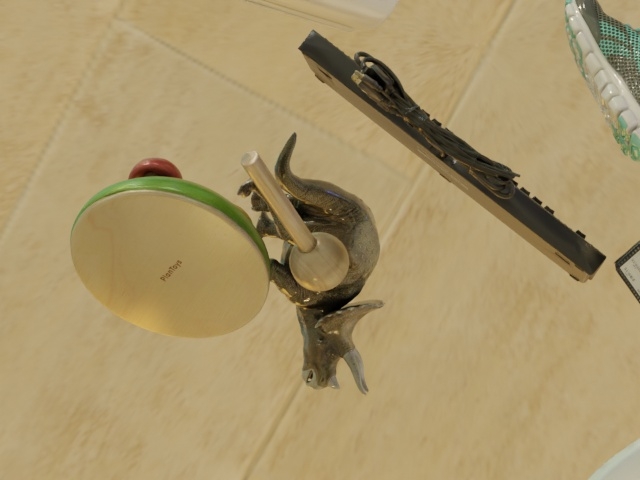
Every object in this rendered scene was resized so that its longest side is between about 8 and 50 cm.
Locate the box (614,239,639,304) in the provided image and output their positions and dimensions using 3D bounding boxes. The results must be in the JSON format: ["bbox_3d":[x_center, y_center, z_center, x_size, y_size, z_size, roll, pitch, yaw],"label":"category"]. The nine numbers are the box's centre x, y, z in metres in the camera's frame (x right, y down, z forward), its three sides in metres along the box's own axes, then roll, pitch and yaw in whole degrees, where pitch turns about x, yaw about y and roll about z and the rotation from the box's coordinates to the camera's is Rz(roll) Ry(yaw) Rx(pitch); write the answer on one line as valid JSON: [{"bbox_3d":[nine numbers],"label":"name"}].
[{"bbox_3d":[0.398,0.082,1.409,0.270,0.216,0.060,56,139,13],"label":"box"}]

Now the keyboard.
[{"bbox_3d":[0.110,-0.076,1.437,0.317,0.201,0.033,38,89,8],"label":"keyboard"}]

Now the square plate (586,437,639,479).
[{"bbox_3d":[0.214,0.129,0.854,0.347,0.344,0.049,-32,90,38],"label":"square plate"}]

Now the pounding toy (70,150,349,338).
[{"bbox_3d":[-0.102,-0.018,1.530,0.237,0.110,0.183,-15,128,28],"label":"pounding toy"}]

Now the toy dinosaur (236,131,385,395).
[{"bbox_3d":[0.000,0.000,1.703,0.160,0.121,0.313,15,131,10],"label":"toy dinosaur"}]

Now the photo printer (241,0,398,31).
[{"bbox_3d":[-0.071,-0.358,1.694,0.307,0.107,0.256,12,60,-33],"label":"photo printer"}]

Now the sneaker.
[{"bbox_3d":[0.242,-0.136,1.315,0.076,0.065,0.166,-22,58,1],"label":"sneaker"}]
